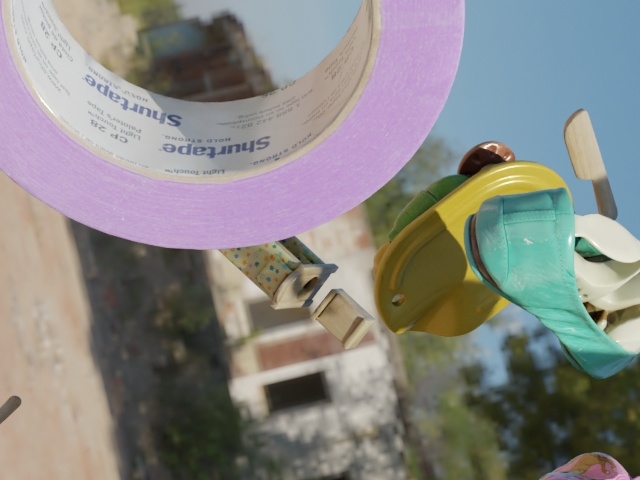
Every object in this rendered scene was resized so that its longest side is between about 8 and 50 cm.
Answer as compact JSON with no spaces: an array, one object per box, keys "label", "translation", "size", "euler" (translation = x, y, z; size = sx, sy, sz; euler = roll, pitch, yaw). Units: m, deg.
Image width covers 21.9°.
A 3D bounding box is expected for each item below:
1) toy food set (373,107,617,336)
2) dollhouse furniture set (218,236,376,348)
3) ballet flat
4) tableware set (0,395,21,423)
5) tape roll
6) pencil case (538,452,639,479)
[{"label":"toy food set","translation":[0.125,-0.015,1.313],"size":[0.128,0.218,0.071],"euler":[56,-2,-39]},{"label":"dollhouse furniture set","translation":[0.000,0.000,1.791],"size":[0.182,0.161,0.101],"euler":[42,16,18]},{"label":"ballet flat","translation":[0.182,0.032,1.092],"size":[0.247,0.087,0.083],"euler":[35,49,-53]},{"label":"tableware set","translation":[-0.358,0.174,1.405],"size":[0.128,0.194,0.039],"euler":[35,22,-23]},{"label":"tape roll","translation":[-0.064,-0.132,0.865],"size":[0.090,0.275,0.275],"euler":[-89,169,-57]},{"label":"pencil case","translation":[0.142,0.315,1.534],"size":[0.167,0.386,0.160],"euler":[-3,-82,58]}]
